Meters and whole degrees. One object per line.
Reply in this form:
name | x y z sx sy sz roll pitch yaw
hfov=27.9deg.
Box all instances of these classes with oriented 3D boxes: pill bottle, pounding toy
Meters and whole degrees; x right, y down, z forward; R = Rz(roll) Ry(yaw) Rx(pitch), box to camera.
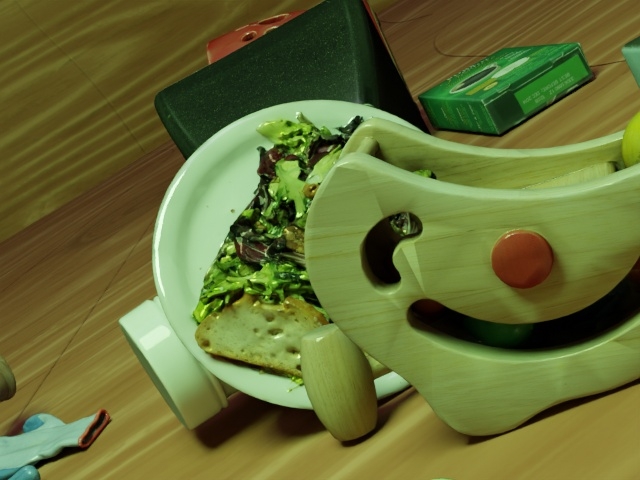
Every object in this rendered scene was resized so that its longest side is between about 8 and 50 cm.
pill bottle | -0.028 0.036 0.826 0.187 0.112 0.112 -33 13 -13
pounding toy | 0.089 -0.008 0.653 0.270 0.154 0.155 -24 14 20

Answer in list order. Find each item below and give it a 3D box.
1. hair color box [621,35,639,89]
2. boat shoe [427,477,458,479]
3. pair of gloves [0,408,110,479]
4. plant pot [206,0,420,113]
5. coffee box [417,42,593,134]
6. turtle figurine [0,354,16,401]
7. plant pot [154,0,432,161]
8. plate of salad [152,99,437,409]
hair color box | 0.313 -0.086 0.561 0.185 0.113 0.374 -31 14 -9
boat shoe | 0.013 0.140 0.477 0.153 0.056 0.048 -27 6 -26
pair of gloves | -0.244 0.178 0.947 0.159 0.023 0.198 -22 15 28
plant pot | -0.003 -0.149 1.310 0.174 0.191 0.191 -24 14 8
coffee box | 0.176 -0.148 1.249 0.113 0.040 0.184 -31 13 -10
turtle figurine | -0.329 0.152 0.982 0.217 0.087 0.269 -32 -33 -57
plant pot | -0.002 -0.054 0.991 0.188 0.188 0.167 -28 25 4
plate of salad | 0.000 0.000 0.754 0.200 0.200 0.048 -32 -20 -13
